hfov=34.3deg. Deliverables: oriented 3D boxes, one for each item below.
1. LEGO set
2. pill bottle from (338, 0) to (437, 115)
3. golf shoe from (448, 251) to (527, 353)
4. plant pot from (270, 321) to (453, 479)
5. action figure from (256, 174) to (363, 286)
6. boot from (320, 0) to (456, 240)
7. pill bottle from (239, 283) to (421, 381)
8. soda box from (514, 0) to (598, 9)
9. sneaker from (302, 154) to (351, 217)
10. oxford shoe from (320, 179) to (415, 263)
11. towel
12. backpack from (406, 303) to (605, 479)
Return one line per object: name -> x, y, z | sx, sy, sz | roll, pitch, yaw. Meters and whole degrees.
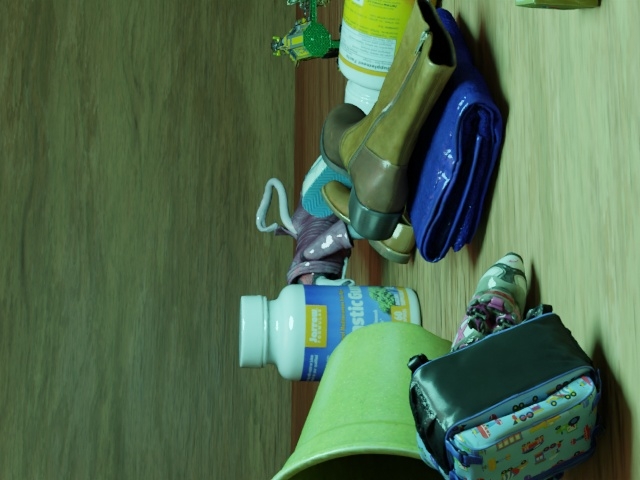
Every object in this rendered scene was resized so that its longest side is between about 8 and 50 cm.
LEGO set -> -0.003, -0.464, 1.945 | 0.192, 0.255, 0.331 | 0, 101, 56
pill bottle -> 0.099, -0.311, 1.569 | 0.136, 0.136, 0.246 | -98, 12, -55
golf shoe -> 0.186, 0.090, 1.112 | 0.186, 0.067, 0.086 | 101, -165, -54
plant pot -> 0.082, 0.240, 1.208 | 0.254, 0.276, 0.276 | -79, -3, -52
action figure -> 0.000, 0.000, 1.858 | 0.370, 0.275, 0.248 | -74, -1, -55
boot -> 0.079, -0.184, 1.331 | 0.264, 0.096, 0.280 | -94, 16, -50
pill bottle -> 0.011, 0.144, 1.618 | 0.152, 0.272, 0.152 | -179, 90, -83
soda box -> 0.216, -0.297, 0.918 | 0.058, 0.061, 0.181 | -122, 35, -77
sneaker -> 0.049, -0.146, 1.781 | 0.228, 0.087, 0.092 | -44, 23, 16
oxford shoe -> 0.083, -0.049, 1.682 | 0.212, 0.076, 0.076 | 39, 117, 35
towel -> 0.161, -0.142, 1.330 | 0.308, 0.076, 0.228 | -98, 19, -56
backpack -> 0.162, 0.165, 0.903 | 0.173, 0.158, 0.117 | 80, 165, -44
